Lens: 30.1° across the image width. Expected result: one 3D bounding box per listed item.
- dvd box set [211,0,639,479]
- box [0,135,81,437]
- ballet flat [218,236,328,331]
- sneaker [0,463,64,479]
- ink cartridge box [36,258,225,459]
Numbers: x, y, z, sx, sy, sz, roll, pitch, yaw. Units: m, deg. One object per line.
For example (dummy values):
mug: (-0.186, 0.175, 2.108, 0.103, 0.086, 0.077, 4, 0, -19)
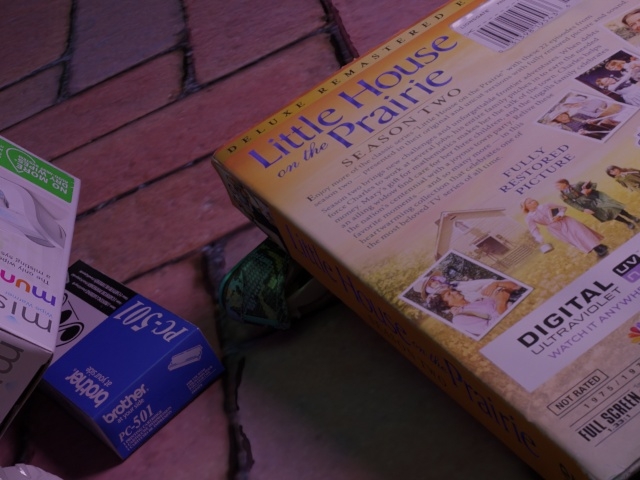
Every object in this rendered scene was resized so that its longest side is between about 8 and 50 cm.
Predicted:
dvd box set: (0.154, -0.036, 0.738, 0.307, 0.062, 0.420, -34, 39, -15)
box: (-0.283, 0.080, 0.812, 0.262, 0.127, 0.231, -51, 23, 21)
ballet flat: (0.000, 0.000, 0.884, 0.070, 0.070, 0.188, 2, 43, 41)
sneaker: (-0.217, 0.221, 0.686, 0.095, 0.090, 0.235, -60, -7, 34)
ink cartridge box: (-0.166, 0.082, 0.893, 0.097, 0.046, 0.207, -41, 33, -20)
